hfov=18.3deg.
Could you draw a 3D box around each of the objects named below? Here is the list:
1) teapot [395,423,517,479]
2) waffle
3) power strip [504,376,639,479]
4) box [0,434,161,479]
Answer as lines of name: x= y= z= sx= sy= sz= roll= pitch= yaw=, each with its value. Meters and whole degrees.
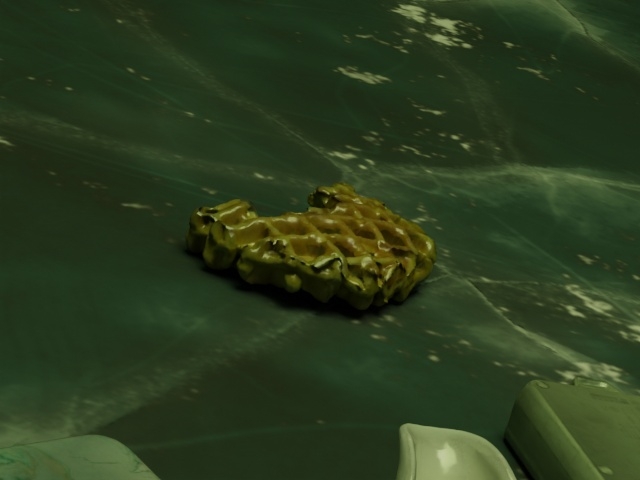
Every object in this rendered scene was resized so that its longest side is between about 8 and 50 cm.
teapot: x=0.074 y=0.199 z=0.867 sx=0.204 sy=0.139 sz=0.298 roll=10 pitch=21 yaw=-24
waffle: x=0.001 y=-0.003 z=1.444 sx=0.149 sy=0.051 sz=0.194 roll=26 pitch=23 yaw=20
power strip: x=0.205 y=0.162 z=1.184 sx=0.118 sy=0.046 sz=0.270 roll=11 pitch=20 yaw=-21
box: x=-0.175 y=0.153 z=0.930 sx=0.285 sy=0.044 sz=0.142 roll=-5 pitch=34 yaw=-43
